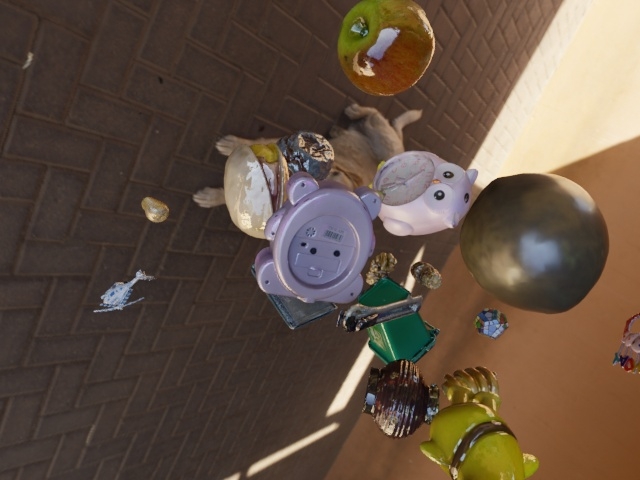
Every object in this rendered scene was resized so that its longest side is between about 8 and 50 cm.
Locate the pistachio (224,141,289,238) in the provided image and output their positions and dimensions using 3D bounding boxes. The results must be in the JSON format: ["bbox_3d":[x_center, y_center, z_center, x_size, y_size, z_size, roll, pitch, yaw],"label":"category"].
[{"bbox_3d":[-0.194,-0.157,1.416,0.229,0.229,0.309,-20,123,-43],"label":"pistachio"}]

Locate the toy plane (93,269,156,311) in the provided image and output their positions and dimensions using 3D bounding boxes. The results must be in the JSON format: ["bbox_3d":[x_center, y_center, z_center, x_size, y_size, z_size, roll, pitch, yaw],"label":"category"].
[{"bbox_3d":[-0.765,0.186,1.705,0.181,0.107,0.273,-10,154,-42],"label":"toy plane"}]

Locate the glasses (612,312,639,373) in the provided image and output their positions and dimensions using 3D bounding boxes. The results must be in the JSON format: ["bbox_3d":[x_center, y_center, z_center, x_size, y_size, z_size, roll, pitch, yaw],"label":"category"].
[{"bbox_3d":[0.767,0.222,0.956,0.255,0.095,0.162,-47,-179,46],"label":"glasses"}]

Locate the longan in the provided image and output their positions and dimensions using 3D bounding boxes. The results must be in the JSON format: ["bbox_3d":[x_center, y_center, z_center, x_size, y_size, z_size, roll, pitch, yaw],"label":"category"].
[{"bbox_3d":[0.435,0.006,0.902,0.350,0.288,0.289,15,110,-57],"label":"longan"}]

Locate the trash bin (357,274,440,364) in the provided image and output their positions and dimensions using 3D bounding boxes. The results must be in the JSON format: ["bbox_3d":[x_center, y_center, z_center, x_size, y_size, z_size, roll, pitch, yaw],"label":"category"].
[{"bbox_3d":[0.348,0.367,1.996,0.295,0.259,0.381,-37,128,-15],"label":"trash bin"}]

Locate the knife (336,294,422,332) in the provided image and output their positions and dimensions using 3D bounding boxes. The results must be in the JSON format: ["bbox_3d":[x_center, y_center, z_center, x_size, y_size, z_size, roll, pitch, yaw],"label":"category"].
[{"bbox_3d":[0.186,0.203,1.242,0.364,0.043,0.089,-2,126,-44],"label":"knife"}]

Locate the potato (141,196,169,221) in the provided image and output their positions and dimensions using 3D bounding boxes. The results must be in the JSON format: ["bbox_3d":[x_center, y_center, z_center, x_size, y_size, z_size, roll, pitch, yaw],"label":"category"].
[{"bbox_3d":[-0.508,-0.096,1.353,0.068,0.083,0.062,-41,179,3],"label":"potato"}]

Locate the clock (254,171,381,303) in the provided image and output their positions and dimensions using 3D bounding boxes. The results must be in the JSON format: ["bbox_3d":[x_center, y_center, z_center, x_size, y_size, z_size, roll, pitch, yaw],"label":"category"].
[{"bbox_3d":[0.000,0.000,1.130,0.295,0.113,0.323,10,111,-18],"label":"clock"}]

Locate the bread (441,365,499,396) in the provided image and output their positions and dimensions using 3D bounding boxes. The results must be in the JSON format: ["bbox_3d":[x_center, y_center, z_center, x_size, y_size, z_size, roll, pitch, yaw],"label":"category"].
[{"bbox_3d":[0.459,0.439,1.348,0.177,0.119,0.084,-6,98,-11],"label":"bread"}]

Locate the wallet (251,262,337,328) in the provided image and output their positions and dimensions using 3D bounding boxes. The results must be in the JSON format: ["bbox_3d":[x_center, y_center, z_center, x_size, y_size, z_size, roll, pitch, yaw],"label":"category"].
[{"bbox_3d":[-0.112,0.203,1.856,0.237,0.342,0.075,-21,149,-33],"label":"wallet"}]

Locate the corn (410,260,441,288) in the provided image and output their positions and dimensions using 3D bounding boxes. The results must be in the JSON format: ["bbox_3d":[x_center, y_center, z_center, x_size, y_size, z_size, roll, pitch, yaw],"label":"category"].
[{"bbox_3d":[0.479,0.158,2.005,0.098,0.098,0.290,-55,-176,5],"label":"corn"}]

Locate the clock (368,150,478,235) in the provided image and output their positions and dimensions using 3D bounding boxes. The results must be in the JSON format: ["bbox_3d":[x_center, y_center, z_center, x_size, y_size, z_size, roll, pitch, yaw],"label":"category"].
[{"bbox_3d":[0.412,-0.174,1.752,0.250,0.376,0.369,43,68,-44],"label":"clock"}]

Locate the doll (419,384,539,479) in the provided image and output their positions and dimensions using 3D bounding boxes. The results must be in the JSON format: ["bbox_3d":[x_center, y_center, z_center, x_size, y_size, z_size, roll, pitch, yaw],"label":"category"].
[{"bbox_3d":[0.268,0.381,0.747,0.363,0.199,0.146,-51,142,-61],"label":"doll"}]

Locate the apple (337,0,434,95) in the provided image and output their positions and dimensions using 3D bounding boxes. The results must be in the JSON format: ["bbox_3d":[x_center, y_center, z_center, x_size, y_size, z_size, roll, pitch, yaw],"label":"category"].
[{"bbox_3d":[0.227,-0.699,1.577,0.339,0.339,0.340,-35,146,-28],"label":"apple"}]

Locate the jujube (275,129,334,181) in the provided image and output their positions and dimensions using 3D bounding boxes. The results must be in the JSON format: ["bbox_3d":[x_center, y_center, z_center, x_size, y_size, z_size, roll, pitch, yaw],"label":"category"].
[{"bbox_3d":[-0.083,-0.331,1.849,0.215,0.247,0.307,-36,170,38],"label":"jujube"}]

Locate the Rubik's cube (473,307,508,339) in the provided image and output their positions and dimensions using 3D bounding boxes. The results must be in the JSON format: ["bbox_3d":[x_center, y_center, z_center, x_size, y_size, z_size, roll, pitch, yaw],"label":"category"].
[{"bbox_3d":[0.578,0.283,1.498,0.111,0.093,0.111,-32,147,-23],"label":"Rubik's cube"}]

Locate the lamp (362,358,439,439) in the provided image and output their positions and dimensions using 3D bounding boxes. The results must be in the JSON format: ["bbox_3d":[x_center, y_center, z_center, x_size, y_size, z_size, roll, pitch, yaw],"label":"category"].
[{"bbox_3d":[0.249,0.488,1.364,0.246,0.247,0.247,-35,146,-28],"label":"lamp"}]

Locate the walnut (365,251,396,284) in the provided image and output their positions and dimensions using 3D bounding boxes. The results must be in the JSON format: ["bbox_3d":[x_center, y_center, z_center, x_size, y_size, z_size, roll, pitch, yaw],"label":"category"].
[{"bbox_3d":[0.283,0.137,2.012,0.142,0.069,0.171,5,116,-31],"label":"walnut"}]
